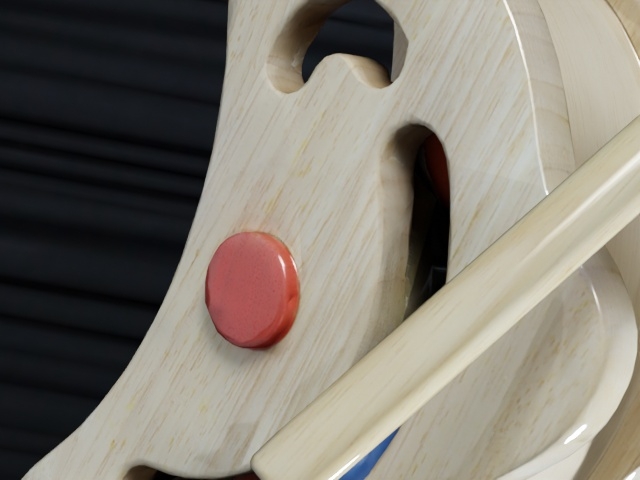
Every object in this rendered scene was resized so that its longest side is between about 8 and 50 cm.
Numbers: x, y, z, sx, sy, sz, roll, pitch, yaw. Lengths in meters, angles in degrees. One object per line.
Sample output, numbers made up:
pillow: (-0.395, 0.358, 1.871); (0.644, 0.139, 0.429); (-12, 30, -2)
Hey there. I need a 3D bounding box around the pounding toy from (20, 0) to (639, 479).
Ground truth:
pounding toy: (0.000, 0.000, 0.400); (0.269, 0.155, 0.154); (-49, -122, 30)
